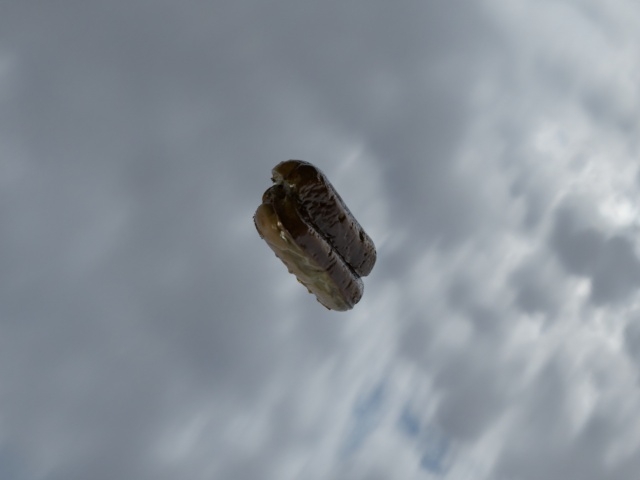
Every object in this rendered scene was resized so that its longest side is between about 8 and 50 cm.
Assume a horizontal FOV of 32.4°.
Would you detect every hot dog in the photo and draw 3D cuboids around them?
[{"bbox_3d":[0.000,0.000,0.836,0.165,0.045,0.071,52,-131,-56],"label":"hot dog"}]
